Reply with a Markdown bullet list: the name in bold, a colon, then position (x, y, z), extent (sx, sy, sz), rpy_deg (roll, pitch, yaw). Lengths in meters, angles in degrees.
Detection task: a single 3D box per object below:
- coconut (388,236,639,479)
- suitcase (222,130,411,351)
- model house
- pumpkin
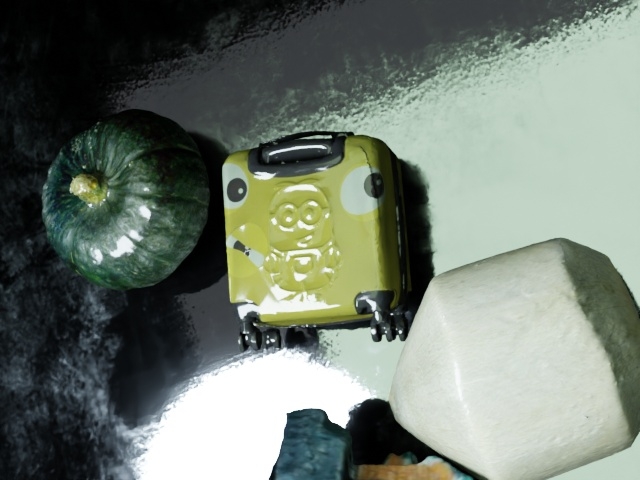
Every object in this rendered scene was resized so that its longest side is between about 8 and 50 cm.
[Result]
- **coconut**: position (0.195, 0.127, 1.238), extent (0.266, 0.237, 0.237), rpy_deg (-24, 79, 7)
- **suitcase**: position (0.000, 0.000, 1.354), extent (0.194, 0.143, 0.235), rpy_deg (-6, 84, 17)
- **model house**: position (0.103, 0.303, 1.253), extent (0.291, 0.184, 0.253), rpy_deg (-2, 116, 10)
- **pumpkin**: position (-0.228, -0.049, 1.421), extent (0.212, 0.152, 0.211), rpy_deg (-3, 79, 17)
